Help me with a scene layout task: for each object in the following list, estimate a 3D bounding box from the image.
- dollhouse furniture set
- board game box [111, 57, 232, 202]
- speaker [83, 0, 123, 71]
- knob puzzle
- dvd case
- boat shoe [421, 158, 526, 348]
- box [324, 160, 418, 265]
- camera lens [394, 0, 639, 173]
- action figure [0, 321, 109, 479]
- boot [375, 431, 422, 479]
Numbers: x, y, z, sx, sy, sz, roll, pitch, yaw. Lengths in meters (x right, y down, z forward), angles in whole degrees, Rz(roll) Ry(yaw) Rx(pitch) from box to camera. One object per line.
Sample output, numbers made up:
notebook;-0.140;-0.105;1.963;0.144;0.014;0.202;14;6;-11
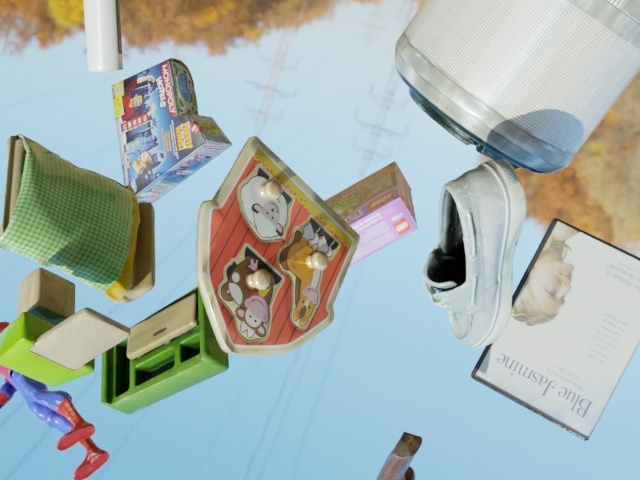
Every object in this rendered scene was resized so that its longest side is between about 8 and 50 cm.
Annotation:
dollhouse furniture set;-0.226;0.006;1.263;0.197;0.151;0.302;33;-142;-41
board game box;-0.230;-0.174;1.806;0.194;0.194;0.060;-15;170;37
speaker;-0.326;-0.321;1.743;0.055;0.136;0.055;0;-165;0
knob puzzle;-0.043;0.024;1.116;0.213;0.213;0.030;2;174;-44
dvd case;0.340;0.118;1.583;0.180;0.253;0.022;28;180;19
boat shoe;0.132;0.021;1.088;0.081;0.228;0.079;-16;-133;-17
box;0.000;0.000;1.707;0.057;0.293;0.201;58;-169;-16
camera lens;0.224;-0.223;1.176;0.219;0.274;0.219;31;-162;-11
action figure;-0.381;0.193;1.400;0.139;0.091;0.280;-30;-136;-19
boot;0.099;0.261;1.374;0.037;0.114;0.106;31;-147;18
